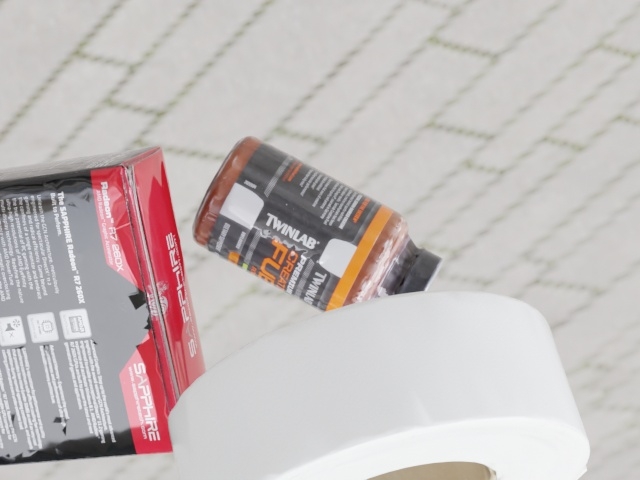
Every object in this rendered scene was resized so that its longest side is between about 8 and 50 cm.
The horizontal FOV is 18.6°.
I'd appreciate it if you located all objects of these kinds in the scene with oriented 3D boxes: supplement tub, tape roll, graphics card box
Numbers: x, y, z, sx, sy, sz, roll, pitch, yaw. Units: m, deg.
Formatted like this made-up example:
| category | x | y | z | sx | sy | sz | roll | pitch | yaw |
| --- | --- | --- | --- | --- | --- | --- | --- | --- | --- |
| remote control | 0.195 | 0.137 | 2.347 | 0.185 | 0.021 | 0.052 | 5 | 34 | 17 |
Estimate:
| category | x | y | z | sx | sy | sz | roll | pitch | yaw |
| --- | --- | --- | --- | --- | --- | --- | --- | --- | --- |
| supplement tub | 0.000 | 0.000 | 1.616 | 0.106 | 0.198 | 0.106 | -62 | 175 | -9 |
| tape roll | 0.041 | 0.143 | 1.365 | 0.286 | 0.100 | 0.286 | -13 | 153 | -7 |
| graphics card box | -0.282 | 0.064 | 1.557 | 0.370 | 0.233 | 0.094 | -8 | -169 | 18 |
